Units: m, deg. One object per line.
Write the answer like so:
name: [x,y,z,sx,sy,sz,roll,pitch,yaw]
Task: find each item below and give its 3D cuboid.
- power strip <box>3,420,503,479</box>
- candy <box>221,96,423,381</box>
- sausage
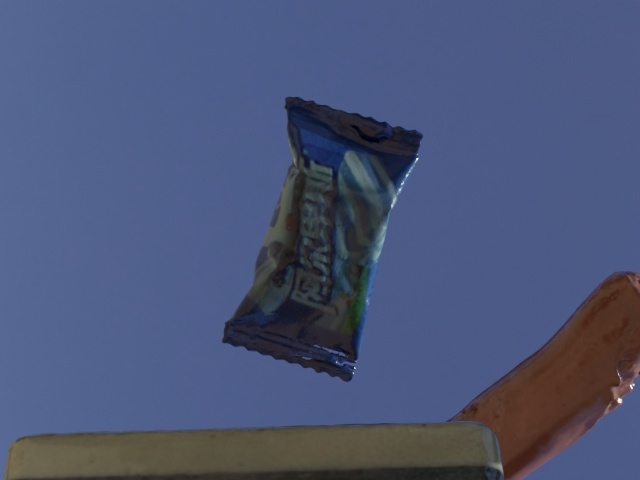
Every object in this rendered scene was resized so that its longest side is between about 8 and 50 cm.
power strip: [-0.027,0.145,0.773,0.105,0.257,0.070,90,0,-50]
candy: [0.000,0.000,1.884,0.077,0.187,0.331,-121,-133,-74]
sausage: [0.139,0.137,1.138,0.326,0.079,0.087,-43,-134,32]
